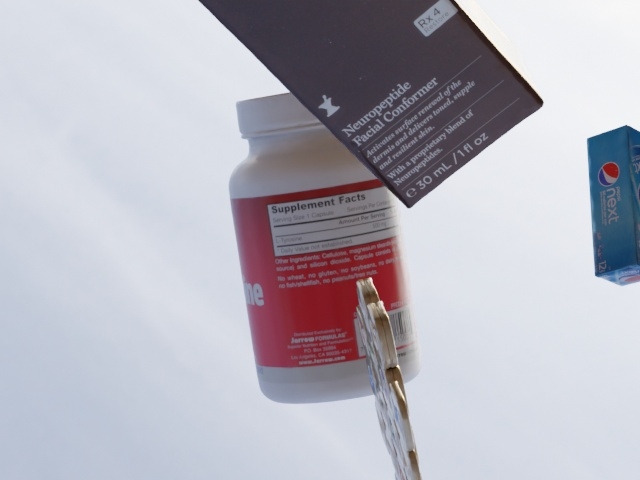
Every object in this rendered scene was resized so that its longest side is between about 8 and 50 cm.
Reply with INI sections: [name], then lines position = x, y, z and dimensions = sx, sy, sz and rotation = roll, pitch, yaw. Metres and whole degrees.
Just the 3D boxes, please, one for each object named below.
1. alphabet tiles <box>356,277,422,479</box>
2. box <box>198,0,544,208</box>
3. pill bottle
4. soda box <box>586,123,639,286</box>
[alphabet tiles]
position = 0.081, 0.188, 1.520
dimensions = 0.021, 0.284, 0.278
rotation = -14, -161, -4
[box]
position = 0.038, -0.232, 1.477
dimensions = 0.381, 0.191, 0.143
rotation = 43, -161, -26
[pill bottle]
position = 0.000, 0.000, 1.955
dimensions = 0.229, 0.407, 0.229
rotation = -8, -176, 1
[soda box]
position = 0.422, -0.048, 2.008
dimensions = 0.067, 0.071, 0.210
rotation = 18, -116, -42
